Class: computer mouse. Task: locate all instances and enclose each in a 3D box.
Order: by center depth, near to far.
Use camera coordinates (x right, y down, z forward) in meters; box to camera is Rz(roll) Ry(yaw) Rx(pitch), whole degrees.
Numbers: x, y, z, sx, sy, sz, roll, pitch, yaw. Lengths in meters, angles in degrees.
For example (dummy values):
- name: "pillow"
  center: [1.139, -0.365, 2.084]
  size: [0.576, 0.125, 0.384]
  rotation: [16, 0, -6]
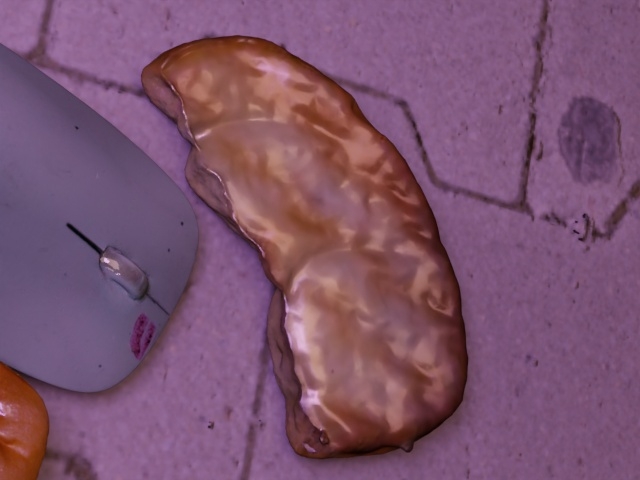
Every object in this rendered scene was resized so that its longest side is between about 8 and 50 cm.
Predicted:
- name: "computer mouse"
  center: [-0.196, -0.034, 0.729]
  size: [0.288, 0.097, 0.159]
  rotation: [34, 67, -17]

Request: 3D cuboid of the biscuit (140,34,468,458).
- name: "biscuit"
  center: [0.003, -0.003, 0.849]
  size: [0.154, 0.045, 0.299]
  rotation: [-23, 92, -26]

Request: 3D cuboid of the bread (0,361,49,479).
- name: "bread"
  center: [-0.230, 0.172, 0.685]
  size: [0.102, 0.094, 0.245]
  rotation: [29, 71, -14]
